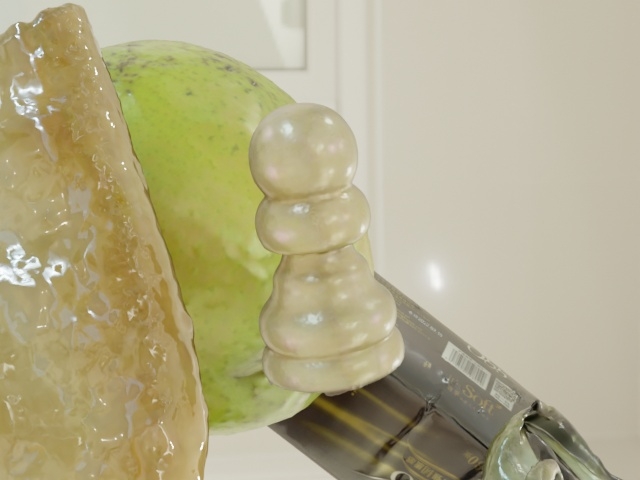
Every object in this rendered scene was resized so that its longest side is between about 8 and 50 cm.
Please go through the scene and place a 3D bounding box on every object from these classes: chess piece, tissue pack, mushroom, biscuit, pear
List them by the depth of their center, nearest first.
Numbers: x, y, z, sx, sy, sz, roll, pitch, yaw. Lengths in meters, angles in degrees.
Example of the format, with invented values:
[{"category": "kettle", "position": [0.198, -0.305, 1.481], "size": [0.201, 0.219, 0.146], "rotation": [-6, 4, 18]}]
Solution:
[{"category": "chess piece", "position": [0.000, 0.000, 0.768], "size": [0.094, 0.094, 0.170], "rotation": [-119, -158, -72]}, {"category": "biscuit", "position": [-0.289, 0.107, 0.812], "size": [0.104, 0.429, 0.446], "rotation": [57, 11, -70]}, {"category": "mushroom", "position": [0.228, 0.282, 1.067], "size": [0.130, 0.247, 0.344], "rotation": [-47, -150, 9]}, {"category": "pear", "position": [-0.127, 0.009, 1.177], "size": [0.391, 0.391, 0.391], "rotation": [178, -90, -81]}, {"category": "tissue pack", "position": [0.093, 0.196, 1.552], "size": [0.198, 0.370, 0.210], "rotation": [-54, 176, 22]}]
